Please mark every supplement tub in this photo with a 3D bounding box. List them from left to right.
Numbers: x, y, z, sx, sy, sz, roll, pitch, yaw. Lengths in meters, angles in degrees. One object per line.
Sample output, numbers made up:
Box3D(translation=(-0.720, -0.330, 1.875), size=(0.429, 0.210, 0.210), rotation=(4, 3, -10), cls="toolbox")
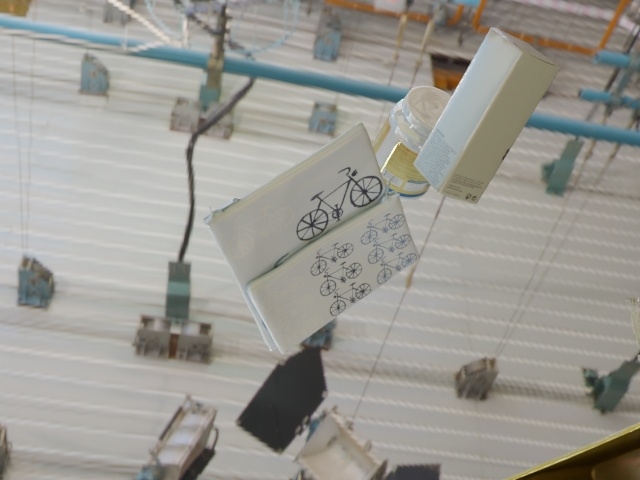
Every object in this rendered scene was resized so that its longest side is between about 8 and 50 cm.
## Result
Box3D(translation=(0.182, -0.186, 1.824), size=(0.144, 0.200, 0.144), rotation=(13, -130, -16), cls="supplement tub")

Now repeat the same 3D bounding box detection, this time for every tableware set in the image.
Box3D(translation=(0.619, 0.166, 1.759), size=(0.039, 0.194, 0.128), rotation=(-11, -95, 7), cls="tableware set")

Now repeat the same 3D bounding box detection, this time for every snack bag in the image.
Box3D(translation=(0.000, 0.000, 1.581), size=(0.323, 0.343, 0.037), rotation=(-32, -138, -11), cls="snack bag")

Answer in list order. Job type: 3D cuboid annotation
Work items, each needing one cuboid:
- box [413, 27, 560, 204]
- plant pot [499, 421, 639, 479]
Box3D(translation=(0.275, -0.207, 1.590), size=(0.094, 0.275, 0.113), rotation=(15, -153, -32), cls="box")
Box3D(translation=(0.330, 0.298, 0.961), size=(0.187, 0.212, 0.212), rotation=(-5, -114, -52), cls="plant pot")
